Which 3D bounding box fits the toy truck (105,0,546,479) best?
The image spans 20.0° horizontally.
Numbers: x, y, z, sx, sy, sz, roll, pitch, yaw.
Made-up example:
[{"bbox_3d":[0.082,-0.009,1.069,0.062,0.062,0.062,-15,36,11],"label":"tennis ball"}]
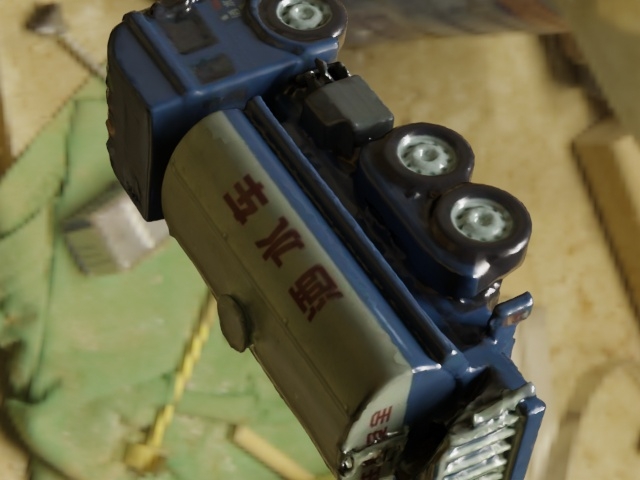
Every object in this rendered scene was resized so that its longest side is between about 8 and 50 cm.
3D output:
[{"bbox_3d":[0.000,0.000,0.575,0.088,0.201,0.074,-20,142,-22],"label":"toy truck"}]
